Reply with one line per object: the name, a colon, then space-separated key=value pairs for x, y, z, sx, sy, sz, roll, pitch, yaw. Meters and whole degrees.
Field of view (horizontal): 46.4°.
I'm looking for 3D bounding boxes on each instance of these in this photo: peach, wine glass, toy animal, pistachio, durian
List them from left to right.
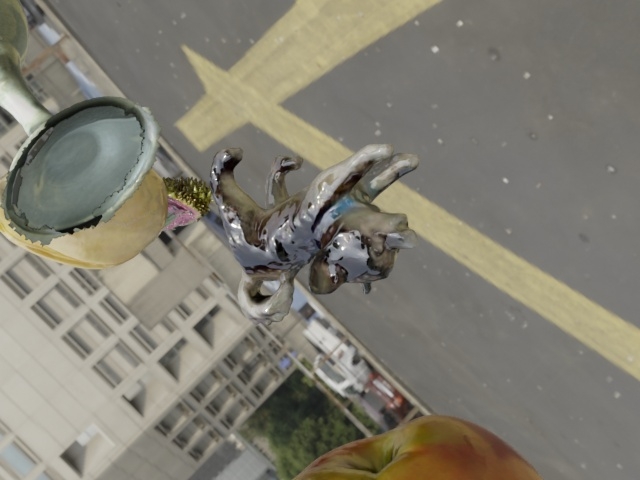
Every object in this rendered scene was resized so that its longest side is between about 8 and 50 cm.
wine glass: x=-0.282 y=-0.144 z=0.617 sx=0.321 sy=0.143 sz=0.143 roll=42 pitch=166 yaw=17
pistachio: x=-0.270 y=-0.040 z=0.871 sx=0.117 sy=0.200 sz=0.145 roll=-38 pitch=65 yaw=42
durian: x=-0.306 y=-0.091 z=1.461 sx=0.187 sy=0.119 sz=0.108 roll=-18 pitch=139 yaw=31
toy animal: x=0.000 y=0.000 z=1.228 sx=0.344 sy=0.302 sz=0.194 roll=3 pitch=-177 yaw=30
peach: x=0.121 y=0.403 z=0.862 sx=0.388 sy=0.388 sz=0.388 roll=43 pitch=167 yaw=13
